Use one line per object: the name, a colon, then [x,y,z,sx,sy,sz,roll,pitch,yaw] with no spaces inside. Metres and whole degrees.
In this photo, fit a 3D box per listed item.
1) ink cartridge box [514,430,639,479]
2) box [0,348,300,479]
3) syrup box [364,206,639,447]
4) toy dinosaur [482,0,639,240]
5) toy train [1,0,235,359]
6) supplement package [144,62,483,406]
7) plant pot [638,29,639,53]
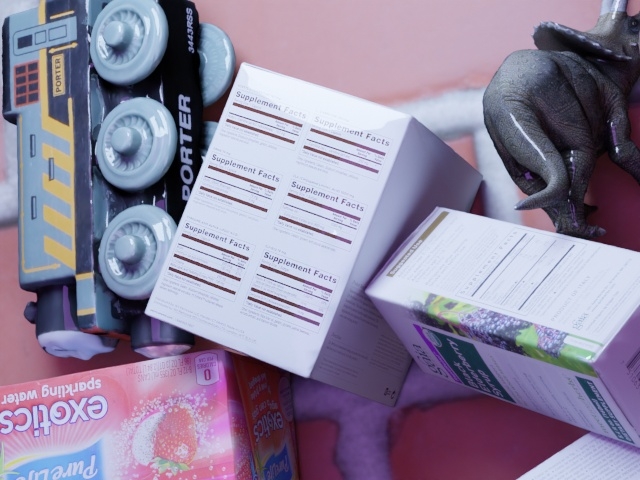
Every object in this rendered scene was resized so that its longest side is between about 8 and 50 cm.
ink cartridge box: [0.177,0.298,1.236,0.309,0.272,0.130,-33,39,2]
box: [-0.178,0.189,1.429,0.300,0.142,0.154,-10,77,18]
syrup box: [0.149,0.055,1.228,0.096,0.093,0.237,-48,33,-20]
toy dinosaur: [0.172,-0.084,1.324,0.121,0.313,0.160,-26,94,41]
toy train: [-0.171,-0.062,1.489,0.190,0.142,0.334,-10,78,31]
supplement package: [0.000,0.000,1.373,0.149,0.194,0.203,20,86,23]
plant pot: [0.383,-0.193,1.260,0.263,0.263,0.229,16,68,22]
